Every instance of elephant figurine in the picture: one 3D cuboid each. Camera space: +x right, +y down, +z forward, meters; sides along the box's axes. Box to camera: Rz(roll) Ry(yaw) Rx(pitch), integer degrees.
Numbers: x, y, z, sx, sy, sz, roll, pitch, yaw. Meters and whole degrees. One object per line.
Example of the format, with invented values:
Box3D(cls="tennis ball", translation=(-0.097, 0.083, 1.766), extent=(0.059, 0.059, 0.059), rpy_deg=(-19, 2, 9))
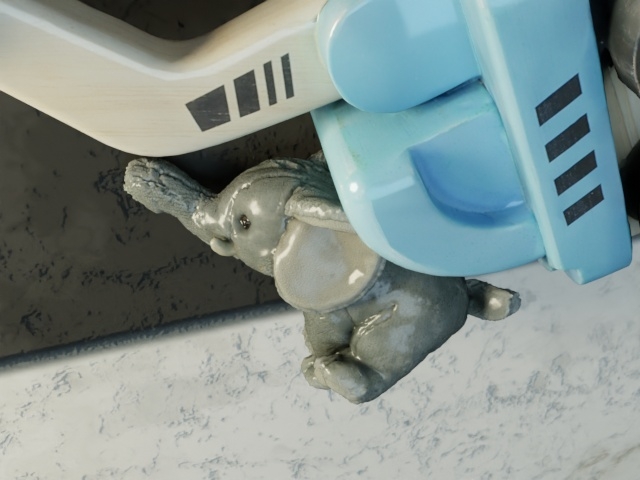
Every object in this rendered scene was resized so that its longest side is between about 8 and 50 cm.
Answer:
Box3D(cls="elephant figurine", translation=(0.000, 0.000, 0.627), extent=(0.186, 0.169, 0.239), rpy_deg=(-39, 117, -14))

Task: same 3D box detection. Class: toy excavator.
Box3D(cls="toy excavator", translation=(0.024, -0.103, 0.482), extent=(0.445, 0.222, 0.433), rpy_deg=(-26, 133, 7))
